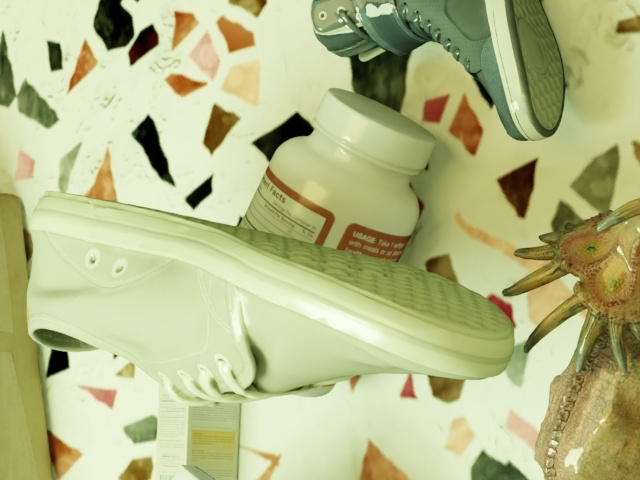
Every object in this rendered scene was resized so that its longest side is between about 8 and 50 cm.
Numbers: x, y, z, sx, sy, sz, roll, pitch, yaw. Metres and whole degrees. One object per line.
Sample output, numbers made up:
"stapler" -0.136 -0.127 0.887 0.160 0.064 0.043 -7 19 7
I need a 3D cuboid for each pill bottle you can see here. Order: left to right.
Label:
"pill bottle" 0.000 0.000 1.509 0.121 0.121 0.216 37 106 36

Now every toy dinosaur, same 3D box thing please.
"toy dinosaur" 0.192 0.094 1.289 0.127 0.200 0.295 14 94 39

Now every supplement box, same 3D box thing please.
"supplement box" -0.099 0.159 1.605 0.036 0.062 0.098 -3 82 40

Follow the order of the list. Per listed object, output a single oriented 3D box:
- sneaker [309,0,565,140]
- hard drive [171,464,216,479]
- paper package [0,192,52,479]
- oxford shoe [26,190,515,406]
"sneaker" 0.083 -0.145 1.473 0.163 0.086 0.226 -26 58 22
"hard drive" -0.100 0.351 1.421 0.210 0.040 0.318 34 93 21
"paper package" -0.409 0.135 1.794 0.309 0.168 0.324 -19 73 36
"oxford shoe" -0.048 0.056 1.360 0.449 0.169 0.130 11 89 45
